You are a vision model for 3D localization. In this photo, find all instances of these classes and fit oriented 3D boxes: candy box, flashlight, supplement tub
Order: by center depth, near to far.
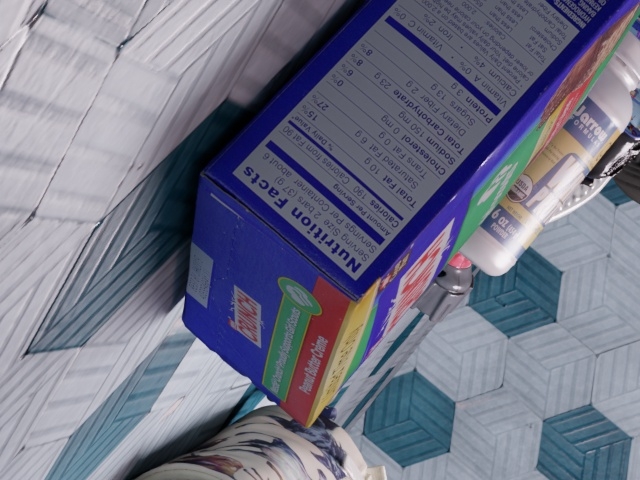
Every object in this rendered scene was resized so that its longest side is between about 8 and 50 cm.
[{"bbox_3d":[0.061,-0.065,1.127,0.317,0.122,0.268,-47,172,-18],"label":"candy box"},{"bbox_3d":[0.139,-0.090,1.373,0.200,0.144,0.144,-51,172,2],"label":"supplement tub"},{"bbox_3d":[0.196,-0.023,2.174,0.103,0.103,0.304,-43,168,-52],"label":"flashlight"}]

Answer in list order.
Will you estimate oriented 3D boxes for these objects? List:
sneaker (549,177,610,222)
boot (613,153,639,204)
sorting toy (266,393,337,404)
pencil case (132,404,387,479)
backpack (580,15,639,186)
[{"bbox_3d":[0.336,-0.140,2.342,0.321,0.126,0.127,-41,-170,3],"label":"sneaker"},{"bbox_3d":[0.435,-0.229,2.087,0.260,0.131,0.348,-42,140,-43],"label":"boot"},{"bbox_3d":[0.023,0.077,1.923,0.229,0.041,0.307,-53,166,1],"label":"sorting toy"},{"bbox_3d":[-0.066,0.253,1.702,0.183,0.160,0.410,-14,180,14],"label":"pencil case"},{"bbox_3d":[0.241,-0.158,1.600,0.173,0.158,0.117,-47,179,-42],"label":"backpack"}]
